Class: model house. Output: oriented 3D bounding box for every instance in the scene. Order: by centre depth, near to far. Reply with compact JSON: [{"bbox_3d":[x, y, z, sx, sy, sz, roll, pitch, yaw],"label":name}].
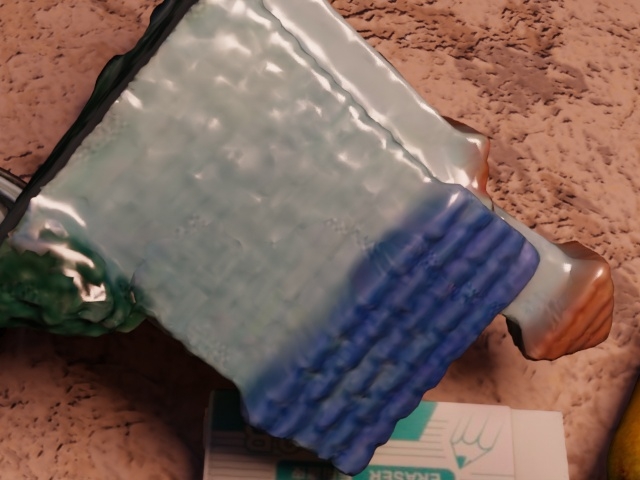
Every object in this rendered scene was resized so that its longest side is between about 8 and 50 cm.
[{"bbox_3d":[0.000,0.000,0.847,0.329,0.295,0.252,34,94,-12],"label":"model house"}]

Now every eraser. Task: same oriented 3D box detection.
[{"bbox_3d":[0.038,0.148,0.861,0.225,0.052,0.096,4,56,-5],"label":"eraser"}]

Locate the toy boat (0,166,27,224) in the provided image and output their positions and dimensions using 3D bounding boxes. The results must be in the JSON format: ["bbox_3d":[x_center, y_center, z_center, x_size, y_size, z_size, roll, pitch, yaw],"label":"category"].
[{"bbox_3d":[-0.240,-0.021,0.926,0.140,0.059,0.066,20,44,3],"label":"toy boat"}]

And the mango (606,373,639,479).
[{"bbox_3d":[0.275,0.092,0.888,0.267,0.111,0.133,-35,84,-26],"label":"mango"}]

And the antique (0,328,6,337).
[{"bbox_3d":[-0.276,0.118,0.805,0.125,0.150,0.284,6,66,2],"label":"antique"}]
